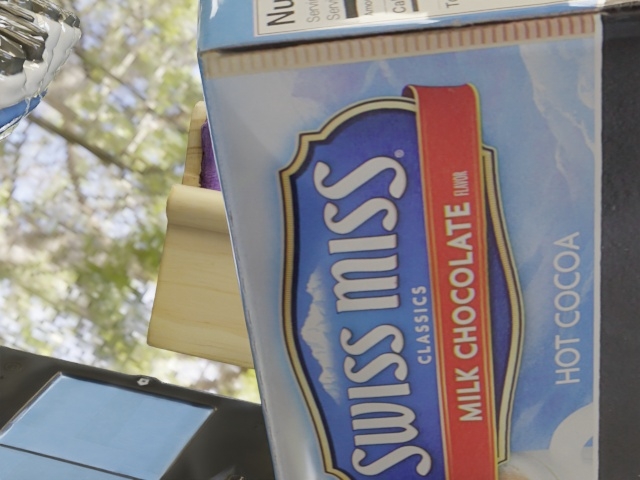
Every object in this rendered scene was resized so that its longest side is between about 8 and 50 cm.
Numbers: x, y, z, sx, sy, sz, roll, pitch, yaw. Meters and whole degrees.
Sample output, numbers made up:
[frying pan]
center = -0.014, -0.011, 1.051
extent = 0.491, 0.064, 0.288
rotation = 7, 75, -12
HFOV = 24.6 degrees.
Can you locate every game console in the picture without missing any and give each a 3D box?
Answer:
[game console]
center = -0.230, 0.219, 1.348
extent = 0.387, 0.060, 0.342
rotation = 11, -147, 17

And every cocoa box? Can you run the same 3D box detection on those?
[cocoa box]
center = 0.081, -0.006, 0.636
extent = 0.228, 0.347, 0.231
rotation = -6, -142, 2

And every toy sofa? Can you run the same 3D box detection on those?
[toy sofa]
center = 0.000, 0.000, 1.158
extent = 0.150, 0.362, 0.177
rotation = 12, -87, 12

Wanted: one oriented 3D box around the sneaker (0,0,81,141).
[sneaker]
center = -0.148, -0.016, 0.388
extent = 0.147, 0.130, 0.330
rotation = -63, -178, 6
